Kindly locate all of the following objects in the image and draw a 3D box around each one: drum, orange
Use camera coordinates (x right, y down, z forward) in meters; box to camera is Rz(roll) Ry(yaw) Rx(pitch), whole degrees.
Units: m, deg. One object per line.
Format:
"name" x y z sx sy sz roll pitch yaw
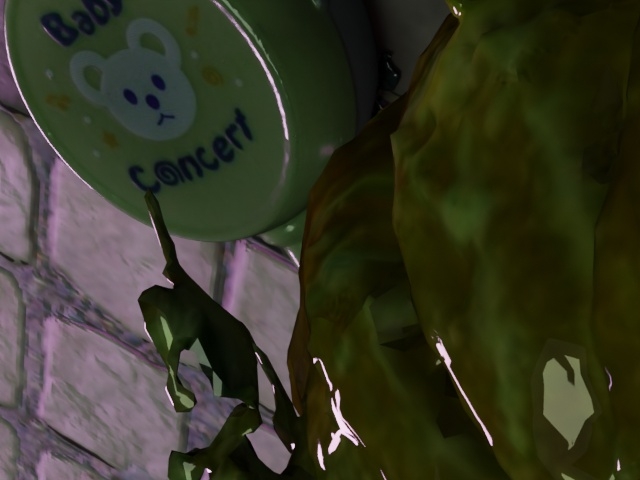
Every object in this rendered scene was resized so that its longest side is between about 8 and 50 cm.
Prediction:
"drum" 0.010 -0.009 0.582 0.253 0.049 0.130 44 139 -2
"orange" 0.136 0.049 0.405 0.301 0.223 0.300 -25 97 46
